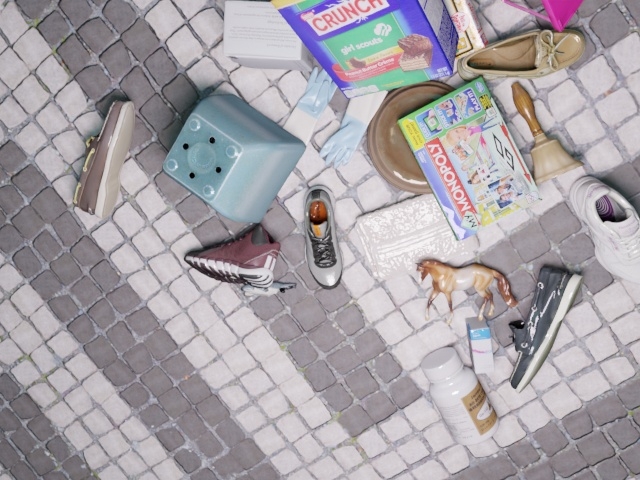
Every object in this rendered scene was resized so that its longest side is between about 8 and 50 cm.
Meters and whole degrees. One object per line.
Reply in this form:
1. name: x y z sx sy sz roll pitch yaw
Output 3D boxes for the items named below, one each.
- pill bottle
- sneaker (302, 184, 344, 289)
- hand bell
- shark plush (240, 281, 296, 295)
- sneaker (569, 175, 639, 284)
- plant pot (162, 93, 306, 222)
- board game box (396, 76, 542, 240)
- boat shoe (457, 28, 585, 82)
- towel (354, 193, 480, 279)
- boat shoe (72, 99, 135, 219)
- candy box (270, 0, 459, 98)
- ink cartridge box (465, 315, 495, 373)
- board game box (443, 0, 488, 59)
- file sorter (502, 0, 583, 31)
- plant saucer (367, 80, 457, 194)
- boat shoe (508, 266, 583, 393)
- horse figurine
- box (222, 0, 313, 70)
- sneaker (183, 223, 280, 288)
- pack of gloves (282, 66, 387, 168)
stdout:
1. pill bottle: 0.359 0.402 1.416 0.131 0.131 0.229 -28 97 12
2. sneaker: 0.000 0.000 1.387 0.100 0.108 0.271 -7 103 7
3. hand bell: 0.510 -0.261 1.280 0.126 0.126 0.242 -23 86 12
4. shark plush: -0.148 0.112 1.459 0.161 0.073 0.067 2 71 13
5. sneaker: 0.698 -0.008 1.272 0.114 0.152 0.305 -38 97 11
6. plant pot: -0.225 -0.191 1.283 0.247 0.252 0.247 35 105 7
7. board game box: 0.345 -0.186 1.266 0.214 0.046 0.317 -28 92 4
8. boat shoe: 0.463 -0.419 1.243 0.285 0.089 0.104 -12 100 9
9. towel: 0.241 -0.018 1.382 0.282 0.049 0.187 -21 99 11
10. boat shoe: -0.564 -0.216 1.410 0.097 0.116 0.324 21 110 -1
11. candy box: 0.103 -0.455 1.117 0.268 0.317 0.122 -4 61 33
12. ink cartridge box: 0.411 0.269 1.401 0.052 0.088 0.122 -10 101 9
13. board game box: 0.257 -0.467 1.226 0.194 0.045 0.146 -14 116 38
14. file sorter: 0.492 -0.637 1.120 0.182 0.202 0.290 42 106 31
15. plant saucer: 0.251 -0.251 1.312 0.278 0.041 0.277 0 92 5
16. boat shoe: 0.534 0.220 1.367 0.113 0.127 0.340 29 115 31
17. horse figurine: 0.366 0.122 1.377 0.264 0.066 0.174 -4 105 -1
18. box: -0.114 -0.468 1.258 0.182 0.181 0.119 6 100 6
19. sneaker: -0.220 0.026 1.437 0.282 0.106 0.162 10 66 28
20. pack of gloves: 0.030 -0.309 1.358 0.195 0.046 0.232 32 102 12
